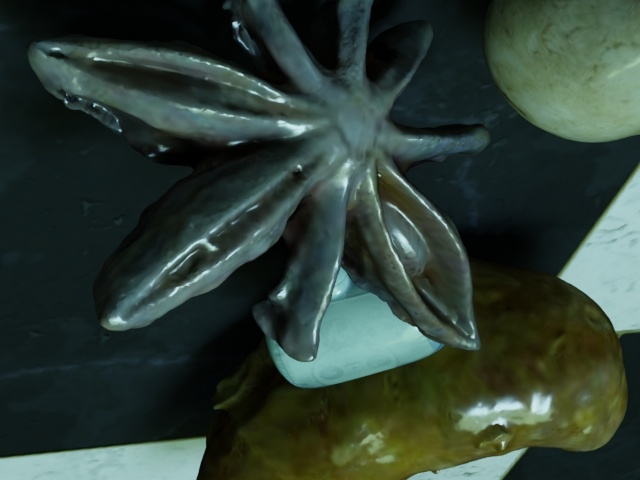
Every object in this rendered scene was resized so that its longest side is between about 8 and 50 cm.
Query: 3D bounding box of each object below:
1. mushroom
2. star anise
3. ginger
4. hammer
[{"bbox_3d":[0.163,-0.120,0.766,0.166,0.127,0.166,-14,171,-2],"label":"mushroom"},{"bbox_3d":[-0.024,-0.039,0.758,0.257,0.199,0.110,0,-179,-31],"label":"star anise"},{"bbox_3d":[0.042,0.103,1.018,0.321,0.172,0.165,-24,-175,18],"label":"ginger"},{"bbox_3d":[0.000,0.000,0.876,0.116,0.069,0.194,-16,125,14],"label":"hammer"}]
